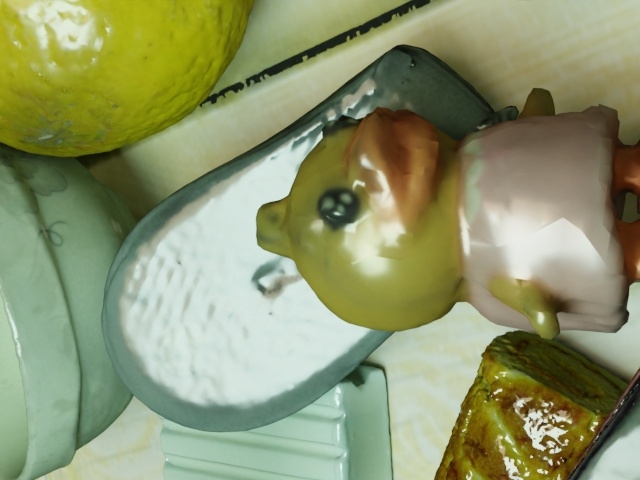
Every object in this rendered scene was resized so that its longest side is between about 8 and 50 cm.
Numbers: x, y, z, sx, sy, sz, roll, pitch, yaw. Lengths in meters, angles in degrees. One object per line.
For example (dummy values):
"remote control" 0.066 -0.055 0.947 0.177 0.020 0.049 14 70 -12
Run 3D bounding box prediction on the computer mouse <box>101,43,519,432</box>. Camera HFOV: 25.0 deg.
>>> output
"computer mouse" 0.000 0.000 1.092 0.371 0.122 0.188 -34 95 20

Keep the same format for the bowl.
"bowl" -0.247 0.046 1.235 0.307 0.163 0.307 32 130 50

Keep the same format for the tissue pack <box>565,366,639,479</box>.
"tissue pack" 0.299 0.140 0.875 0.245 0.123 0.332 39 106 21

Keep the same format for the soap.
"soap" -0.041 0.158 1.199 0.198 0.066 0.119 3 101 36

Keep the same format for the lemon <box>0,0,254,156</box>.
"lemon" -0.191 -0.189 1.124 0.310 0.253 0.254 -20 88 40

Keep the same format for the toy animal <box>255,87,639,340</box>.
"toy animal" 0.098 -0.014 0.935 0.281 0.195 0.169 4 141 1

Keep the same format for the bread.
"bread" 0.150 0.165 1.036 0.132 0.103 0.172 30 117 28
